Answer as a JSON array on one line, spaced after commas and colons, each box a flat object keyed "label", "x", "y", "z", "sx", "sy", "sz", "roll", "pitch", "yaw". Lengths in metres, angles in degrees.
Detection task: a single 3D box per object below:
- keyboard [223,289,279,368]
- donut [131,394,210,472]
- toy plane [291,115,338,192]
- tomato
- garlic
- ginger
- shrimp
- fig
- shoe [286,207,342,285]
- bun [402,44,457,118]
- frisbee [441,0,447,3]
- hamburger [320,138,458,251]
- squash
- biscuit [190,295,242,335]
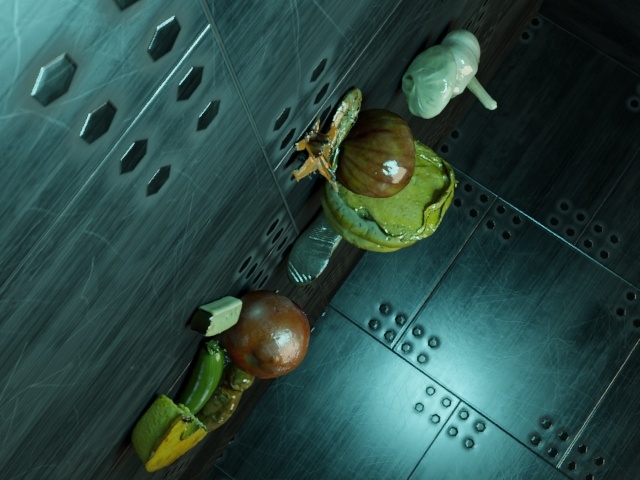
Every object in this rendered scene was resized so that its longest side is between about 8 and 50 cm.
[{"label": "keyboard", "x": -0.209, "y": 0.260, "z": 2.021, "sx": 0.317, "sy": 0.027, "sz": 0.106, "roll": -48, "pitch": 169, "yaw": -42}, {"label": "donut", "x": -0.346, "y": 0.434, "z": 1.624, "sx": 0.152, "sy": 0.101, "sz": 0.259, "roll": -44, "pitch": 165, "yaw": -14}, {"label": "toy plane", "x": -0.002, "y": -0.149, "z": 1.390, "sx": 0.135, "sy": 0.062, "sz": 0.188, "roll": -53, "pitch": 157, "yaw": -17}, {"label": "tomato", "x": -0.123, "y": 0.211, "z": 1.697, "sx": 0.184, "sy": 0.208, "sz": 0.208, "roll": -59, "pitch": 177, "yaw": -42}, {"label": "garlic", "x": 0.385, "y": -0.430, "z": 1.936, "sx": 0.199, "sy": 0.226, "sz": 0.199, "roll": -52, "pitch": -179, "yaw": 1}, {"label": "ginger", "x": -0.279, "y": 0.448, "z": 2.110, "sx": 0.309, "sy": 0.107, "sz": 0.133, "roll": -55, "pitch": -173, "yaw": 30}, {"label": "shrimp", "x": 0.028, "y": -0.217, "z": 1.437, "sx": 0.184, "sy": 0.043, "sz": 0.091, "roll": -62, "pitch": 164, "yaw": 6}, {"label": "fig", "x": 0.099, "y": -0.178, "z": 1.537, "sx": 0.205, "sy": 0.205, "sz": 0.205, "roll": -53, "pitch": 172, "yaw": -11}, {"label": "shoe", "x": 0.000, "y": 0.000, "z": 1.934, "sx": 0.275, "sy": 0.103, "sz": 0.098, "roll": -52, "pitch": -177, "yaw": -13}, {"label": "bun", "x": 0.255, "y": -0.393, "z": 1.792, "sx": 0.183, "sy": 0.102, "sz": 0.183, "roll": -170, "pitch": -90, "yaw": -73}, {"label": "frisbee", "x": 0.327, "y": -0.613, "z": 1.639, "sx": 0.187, "sy": 0.012, "sz": 0.211, "roll": -59, "pitch": 172, "yaw": 27}, {"label": "hamburger", "x": 0.154, "y": -0.110, "z": 1.706, "sx": 0.319, "sy": 0.318, "sz": 0.158, "roll": -52, "pitch": 168, "yaw": -22}, {"label": "squash", "x": -0.279, "y": 0.330, "z": 1.738, "sx": 0.080, "sy": 0.071, "sz": 0.318, "roll": -40, "pitch": 163, "yaw": -51}, {"label": "biscuit", "x": -0.210, "y": 0.152, "z": 1.501, "sx": 0.188, "sy": 0.052, "sz": 0.056, "roll": -14, "pitch": 122, "yaw": -78}]
